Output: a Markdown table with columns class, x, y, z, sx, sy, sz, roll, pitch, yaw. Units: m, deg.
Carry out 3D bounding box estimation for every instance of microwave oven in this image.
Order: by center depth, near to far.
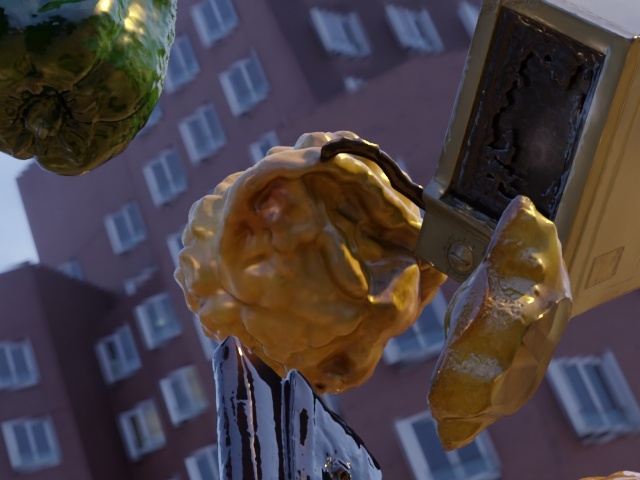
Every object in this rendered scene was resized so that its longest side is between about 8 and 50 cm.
| class | x | y | z | sx | sy | sz | roll | pitch | yaw |
| --- | --- | --- | --- | --- | --- | --- | --- | --- | --- |
| microwave oven | 0.283 | -0.121 | 1.782 | 0.286 | 0.218 | 0.355 | -19 | -50 | -46 |

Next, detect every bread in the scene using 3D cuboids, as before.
| class | x | y | z | sx | sy | sz | roll | pitch | yaw |
| --- | --- | --- | --- | --- | --- | --- | --- | --- | --- |
| bread | 0.175 | 0.089 | 1.493 | 0.233 | 0.088 | 0.161 | -59 | -33 | -20 |

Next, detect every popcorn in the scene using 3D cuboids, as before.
| class | x | y | z | sx | sy | sz | roll | pitch | yaw |
| --- | --- | --- | --- | --- | --- | --- | --- | --- | --- |
| popcorn | 0.000 | 0.000 | 1.927 | 0.349 | 0.349 | 0.382 | -9 | -32 | -22 |

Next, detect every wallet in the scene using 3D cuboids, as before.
| class | x | y | z | sx | sy | sz | roll | pitch | yaw |
| --- | --- | --- | --- | --- | --- | --- | --- | --- | --- |
| wallet | -0.005 | 0.188 | 1.044 | 0.049 | 0.229 | 0.182 | -35 | -59 | 18 |

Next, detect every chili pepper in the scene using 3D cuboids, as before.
| class | x | y | z | sx | sy | sz | roll | pitch | yaw |
| --- | --- | --- | --- | --- | --- | --- | --- | --- | --- |
| chili pepper | -0.217 | -0.242 | 1.326 | 0.213 | 0.385 | 0.167 | 12 | -40 | -17 |

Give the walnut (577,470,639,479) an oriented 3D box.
| class | x | y | z | sx | sy | sz | roll | pitch | yaw |
| --- | --- | --- | --- | --- | --- | --- | --- | --- | --- |
| walnut | 0.182 | 0.235 | 0.680 | 0.313 | 0.252 | 0.277 | 49 | -31 | -21 |
